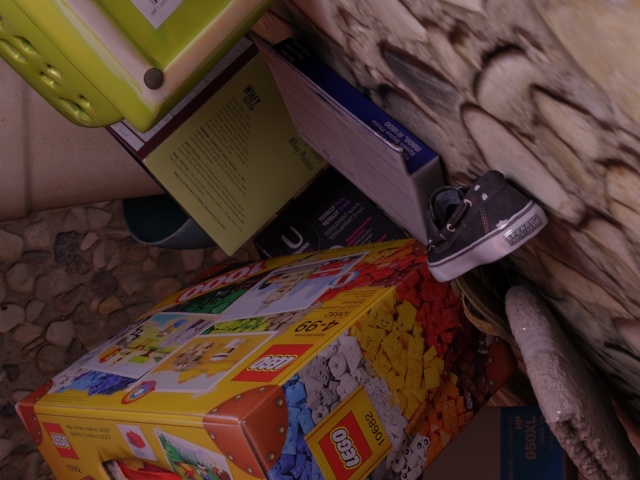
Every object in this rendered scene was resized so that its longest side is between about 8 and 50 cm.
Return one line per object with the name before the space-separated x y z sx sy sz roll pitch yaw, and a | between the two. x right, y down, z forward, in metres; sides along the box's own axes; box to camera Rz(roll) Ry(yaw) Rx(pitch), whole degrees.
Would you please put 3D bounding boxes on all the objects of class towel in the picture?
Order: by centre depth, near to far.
towel | 0.282 0.191 1.008 0.282 0.049 0.187 51 -163 -32

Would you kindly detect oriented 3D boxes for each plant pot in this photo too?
plant pot | -0.170 -0.233 0.817 0.207 0.228 0.227 25 160 53
plant pot | -0.347 -0.184 1.454 0.334 0.305 0.334 178 90 -74
plant pot | -0.198 -0.107 1.769 0.195 0.290 0.290 21 -168 -41

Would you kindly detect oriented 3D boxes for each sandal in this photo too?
sandal | 0.185 0.071 1.061 0.049 0.072 0.180 -17 133 34

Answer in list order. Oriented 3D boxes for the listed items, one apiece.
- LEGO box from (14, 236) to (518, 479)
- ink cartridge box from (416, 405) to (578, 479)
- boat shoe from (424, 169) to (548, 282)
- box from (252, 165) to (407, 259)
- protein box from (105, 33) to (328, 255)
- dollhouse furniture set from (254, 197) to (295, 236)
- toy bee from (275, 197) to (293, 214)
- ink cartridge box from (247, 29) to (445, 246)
LEGO box | -0.079 0.179 1.184 0.500 0.372 0.193 -9 112 49
ink cartridge box | 0.203 0.380 1.562 0.394 0.166 0.285 -4 154 17
boat shoe | 0.129 -0.017 0.874 0.076 0.080 0.228 52 173 1
box | 0.054 0.052 1.422 0.270 0.165 0.143 45 173 10
protein box | -0.121 -0.132 1.215 0.136 0.201 0.200 40 172 45
dollhouse furniture set | -0.068 -0.074 1.567 0.123 0.151 0.144 36 -178 -45
toy bee | 0.000 0.000 1.665 0.162 0.298 0.195 20 142 -11
ink cartridge box | 0.037 -0.113 1.000 0.223 0.045 0.224 43 172 25
